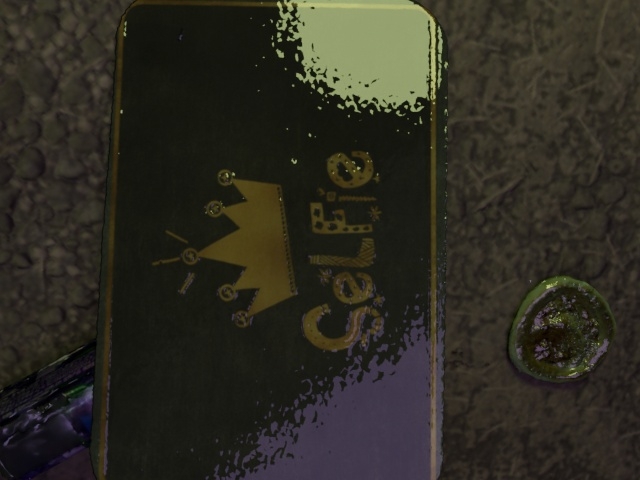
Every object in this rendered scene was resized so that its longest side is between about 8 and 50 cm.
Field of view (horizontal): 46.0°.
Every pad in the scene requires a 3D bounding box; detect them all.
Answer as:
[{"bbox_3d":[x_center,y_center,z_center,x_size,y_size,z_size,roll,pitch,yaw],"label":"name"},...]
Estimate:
[{"bbox_3d":[0.001,0.000,0.506,0.315,0.063,0.375,1,85,-2],"label":"pad"}]

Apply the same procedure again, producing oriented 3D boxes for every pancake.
[{"bbox_3d":[0.221,0.083,0.683,0.108,0.017,0.108,-2,107,-8],"label":"pancake"}]

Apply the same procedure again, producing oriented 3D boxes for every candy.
[{"bbox_3d":[-0.102,0.076,0.576,0.312,0.088,0.061,-28,106,-3],"label":"candy"}]
